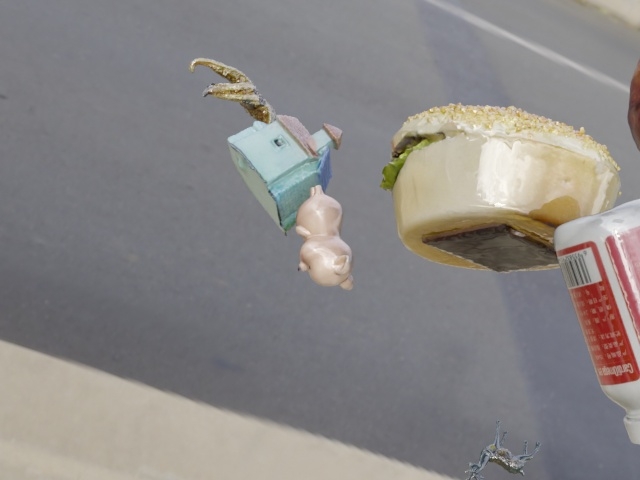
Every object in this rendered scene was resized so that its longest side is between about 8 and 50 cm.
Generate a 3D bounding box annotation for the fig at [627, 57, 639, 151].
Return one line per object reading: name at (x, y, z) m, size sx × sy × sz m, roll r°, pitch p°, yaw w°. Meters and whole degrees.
fig at (0.538, -0.177, 1.494) m, size 0.224 × 0.263 × 0.224 m, roll 0°, pitch 35°, yaw 0°

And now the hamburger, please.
hamburger at (0.225, -0.068, 1.369) m, size 0.302 × 0.302 × 0.170 m, roll 14°, pitch 72°, yaw -23°

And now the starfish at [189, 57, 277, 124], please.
starfish at (-0.131, -0.220, 1.712) m, size 0.190 × 0.074 × 0.146 m, roll 50°, pitch 0°, yaw -21°

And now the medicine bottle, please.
medicine bottle at (0.349, 0.085, 1.188) m, size 0.131 × 0.131 × 0.250 m, roll -14°, pitch 85°, yaw -53°

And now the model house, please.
model house at (-0.036, -0.115, 1.571) m, size 0.148 × 0.119 × 0.148 m, roll -32°, pitch 59°, yaw -9°

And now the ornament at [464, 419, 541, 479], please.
ornament at (0.246, 0.309, 1.506) m, size 0.073 × 0.028 × 0.125 m, roll 28°, pitch 48°, yaw 20°

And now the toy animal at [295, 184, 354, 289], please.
toy animal at (0.006, -0.002, 1.493) m, size 0.083 × 0.089 × 0.150 m, roll -7°, pitch 79°, yaw -61°
